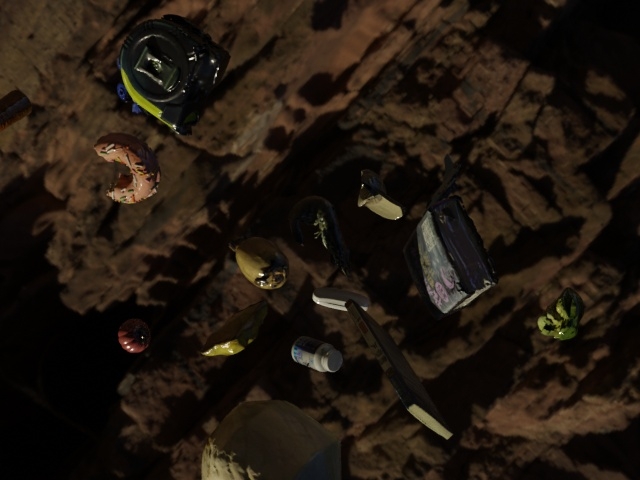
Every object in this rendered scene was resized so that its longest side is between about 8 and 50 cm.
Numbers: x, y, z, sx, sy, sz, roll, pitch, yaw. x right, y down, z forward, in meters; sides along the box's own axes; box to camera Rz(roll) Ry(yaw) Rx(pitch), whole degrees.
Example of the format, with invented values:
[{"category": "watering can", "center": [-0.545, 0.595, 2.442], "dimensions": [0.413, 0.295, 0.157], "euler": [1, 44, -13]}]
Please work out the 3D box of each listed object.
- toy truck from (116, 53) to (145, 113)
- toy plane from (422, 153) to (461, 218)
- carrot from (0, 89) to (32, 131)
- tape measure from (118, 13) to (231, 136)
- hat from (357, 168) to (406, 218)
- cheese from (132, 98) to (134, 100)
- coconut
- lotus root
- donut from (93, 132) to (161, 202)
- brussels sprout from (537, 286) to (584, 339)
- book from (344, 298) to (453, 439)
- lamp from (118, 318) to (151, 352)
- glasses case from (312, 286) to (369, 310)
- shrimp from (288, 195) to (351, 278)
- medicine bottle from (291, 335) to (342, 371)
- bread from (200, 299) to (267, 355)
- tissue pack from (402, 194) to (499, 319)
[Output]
[{"category": "toy truck", "center": [-0.528, -0.498, 1.981], "dimensions": [0.161, 0.177, 0.213], "euler": [-29, 147, -41]}, {"category": "toy plane", "center": [0.422, -0.171, 2.130], "dimensions": [0.160, 0.082, 0.234], "euler": [-76, -174, -79]}, {"category": "carrot", "center": [-0.702, -0.241, 1.327], "dimensions": [0.061, 0.061, 0.209], "euler": [-46, -169, 47]}, {"category": "tape measure", "center": [-0.288, -0.319, 1.184], "dimensions": [0.199, 0.186, 0.112], "euler": [-57, 173, 18]}, {"category": "hat", "center": [0.213, -0.164, 2.133], "dimensions": [0.166, 0.173, 0.144], "euler": [96, 6, -67]}, {"category": "cheese", "center": [-0.419, -0.426, 1.659], "dimensions": [0.194, 0.065, 0.043], "euler": [-30, 149, 18]}, {"category": "coconut", "center": [-0.122, 0.651, 1.719], "dimensions": [0.345, 0.415, 0.415], "euler": [-32, 171, -42]}, {"category": "lotus root", "center": [-0.246, 0.072, 2.436], "dimensions": [0.183, 0.310, 0.182], "euler": [-24, 129, -33]}, {"category": "donut", "center": [-0.593, -0.216, 1.940], "dimensions": [0.085, 0.199, 0.232], "euler": [-66, 153, -54]}, {"category": "brussels sprout", "center": [0.627, 0.191, 1.623], "dimensions": [0.181, 0.100, 0.139], "euler": [27, 88, -57]}, {"category": "book", "center": [0.237, 0.389, 1.928], "dimensions": [0.039, 0.300, 0.428], "euler": [-38, -136, 7]}, {"category": "lamp", "center": [-0.584, 0.299, 1.978], "dimensions": [0.092, 0.107, 0.107], "euler": [-19, -166, 29]}, {"category": "glasses case", "center": [0.069, 0.200, 2.137], "dimensions": [0.074, 0.193, 0.049], "euler": [-80, 180, -63]}, {"category": "shrimp", "center": [0.000, 0.000, 2.027], "dimensions": [0.169, 0.296, 0.058], "euler": [-21, 177, -17]}, {"category": "medicine bottle", "center": [-0.011, 0.426, 2.344], "dimensions": [0.191, 0.107, 0.107], "euler": [10, -133, 48]}, {"category": "bread", "center": [-0.249, 0.273, 1.880], "dimensions": [0.161, 0.088, 0.233], "euler": [-34, -175, 34]}, {"category": "tissue pack", "center": [0.341, 0.061, 1.731], "dimensions": [0.122, 0.259, 0.361], "euler": [-19, 163, -8]}]
